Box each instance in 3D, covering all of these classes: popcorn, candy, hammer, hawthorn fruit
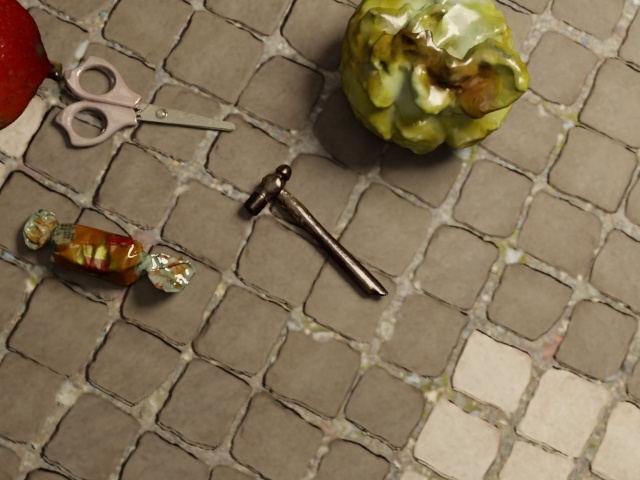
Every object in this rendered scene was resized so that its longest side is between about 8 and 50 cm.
[{"bbox_3d":[0.122,-0.181,1.368,0.197,0.212,0.198,-6,107,-21],"label":"popcorn"},{"bbox_3d":[-0.218,0.013,1.373,0.182,0.046,0.053,17,75,2],"label":"candy"},{"bbox_3d":[0.000,0.000,1.406,0.178,0.021,0.065,45,79,4],"label":"hammer"},{"bbox_3d":[-0.352,-0.178,1.353,0.188,0.169,0.169,18,76,-27],"label":"hawthorn fruit"}]

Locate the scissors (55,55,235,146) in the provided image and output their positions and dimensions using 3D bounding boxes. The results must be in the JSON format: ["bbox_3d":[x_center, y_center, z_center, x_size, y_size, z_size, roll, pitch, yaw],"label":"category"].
[{"bbox_3d":[-0.183,-0.136,1.426,0.189,0.015,0.100,10,79,-4],"label":"scissors"}]
